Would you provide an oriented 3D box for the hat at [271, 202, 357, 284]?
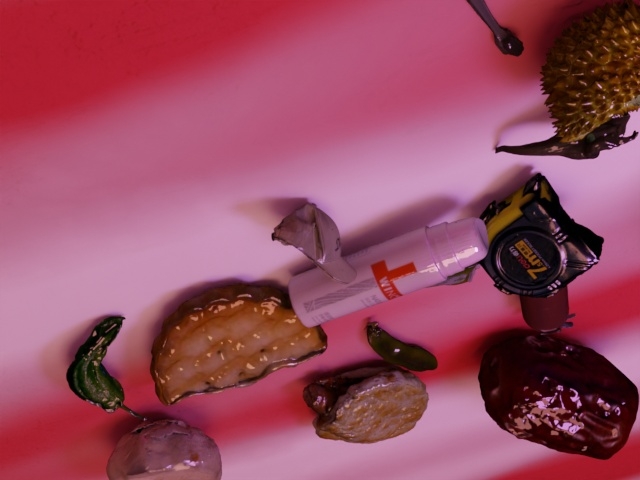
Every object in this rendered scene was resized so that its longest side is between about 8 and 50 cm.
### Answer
[{"bbox_3d":[0.000,0.007,1.514,0.081,0.122,0.166,-44,109,10],"label":"hat"}]

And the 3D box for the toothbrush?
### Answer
[{"bbox_3d":[0.195,-0.332,1.244,0.030,0.030,0.297,-52,134,2],"label":"toothbrush"}]

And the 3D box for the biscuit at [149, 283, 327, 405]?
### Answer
[{"bbox_3d":[-0.148,0.193,1.737,0.335,0.078,0.329,5,135,-26],"label":"biscuit"}]

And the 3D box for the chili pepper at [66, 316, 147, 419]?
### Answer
[{"bbox_3d":[-0.395,0.241,1.708,0.122,0.065,0.278,-7,137,-6],"label":"chili pepper"}]

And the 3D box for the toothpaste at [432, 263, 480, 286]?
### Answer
[{"bbox_3d":[0.176,0.070,1.725,0.248,0.046,0.078,-7,146,-15],"label":"toothpaste"}]

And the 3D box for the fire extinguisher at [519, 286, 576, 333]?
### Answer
[{"bbox_3d":[0.435,0.103,1.814,0.105,0.104,0.269,-19,141,3],"label":"fire extinguisher"}]

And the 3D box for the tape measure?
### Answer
[{"bbox_3d":[0.360,0.000,1.620,0.186,0.112,0.199,-38,99,31],"label":"tape measure"}]

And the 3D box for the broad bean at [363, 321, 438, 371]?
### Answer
[{"bbox_3d":[0.160,0.224,1.906,0.065,0.046,0.255,-45,135,13],"label":"broad bean"}]

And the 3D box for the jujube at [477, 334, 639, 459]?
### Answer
[{"bbox_3d":[0.509,0.335,2.008,0.377,0.258,0.258,12,134,-24],"label":"jujube"}]

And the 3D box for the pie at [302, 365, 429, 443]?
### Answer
[{"bbox_3d":[0.104,0.355,1.996,0.257,0.105,0.274,-12,143,0],"label":"pie"}]

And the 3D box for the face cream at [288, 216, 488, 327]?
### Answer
[{"bbox_3d":[0.117,0.050,1.602,0.346,0.101,0.102,-21,143,18],"label":"face cream"}]

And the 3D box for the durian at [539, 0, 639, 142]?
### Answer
[{"bbox_3d":[0.416,-0.239,1.312,0.237,0.176,0.200,-28,155,22],"label":"durian"}]

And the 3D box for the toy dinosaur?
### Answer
[{"bbox_3d":[0.402,-0.146,1.491,0.187,0.087,0.179,-2,158,-35],"label":"toy dinosaur"}]

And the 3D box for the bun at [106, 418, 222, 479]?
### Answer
[{"bbox_3d":[-0.319,0.444,1.928,0.239,0.141,0.239,-8,147,-5],"label":"bun"}]
